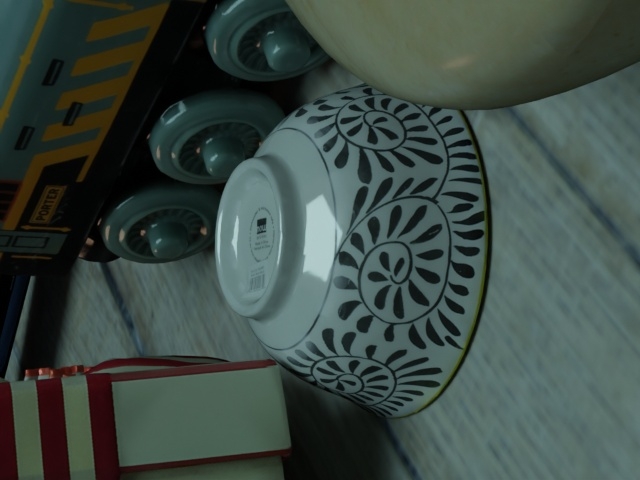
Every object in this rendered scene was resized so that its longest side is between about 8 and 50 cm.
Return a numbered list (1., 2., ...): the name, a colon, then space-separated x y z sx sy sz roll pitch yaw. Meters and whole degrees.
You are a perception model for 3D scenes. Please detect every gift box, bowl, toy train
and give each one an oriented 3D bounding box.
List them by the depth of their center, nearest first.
1. bowl: 0.000 0.000 0.746 0.170 0.080 0.170 -12 77 62
2. gift box: -0.148 0.192 0.796 0.276 0.255 0.258 133 131 -65
3. toy train: -0.117 -0.098 0.857 0.334 0.190 0.142 -54 43 46

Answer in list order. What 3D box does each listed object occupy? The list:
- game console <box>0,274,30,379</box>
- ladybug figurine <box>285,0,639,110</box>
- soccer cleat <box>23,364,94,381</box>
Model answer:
1. game console: -0.267 0.135 1.221 0.213 0.044 0.361 -106 32 -70
2. ladybug figurine: 0.067 -0.253 0.554 0.305 0.162 0.449 -43 51 54
3. soccer cleat: -0.162 0.122 1.063 0.196 0.068 0.076 166 100 -68
